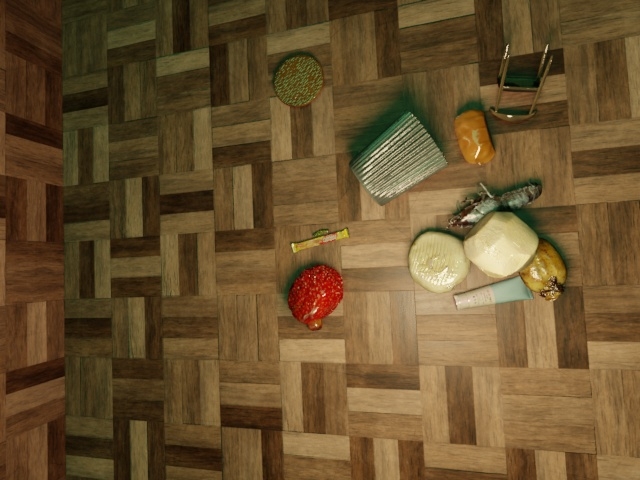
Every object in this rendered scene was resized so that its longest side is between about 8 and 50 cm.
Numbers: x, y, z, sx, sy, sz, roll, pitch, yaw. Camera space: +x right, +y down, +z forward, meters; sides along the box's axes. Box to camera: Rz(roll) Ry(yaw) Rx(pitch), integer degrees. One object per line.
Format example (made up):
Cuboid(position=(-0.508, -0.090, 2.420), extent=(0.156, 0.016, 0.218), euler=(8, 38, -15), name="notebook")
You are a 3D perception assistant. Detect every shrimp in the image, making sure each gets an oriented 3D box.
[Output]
Cuboid(position=(0.710, -0.145, 1.672), extent=(0.411, 0.166, 0.221), euler=(-16, 110, 19), name="shrimp")

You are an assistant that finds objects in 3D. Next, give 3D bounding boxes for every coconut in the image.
Cuboid(position=(0.698, 0.028, 1.547), extent=(0.247, 0.245, 0.245), euler=(43, 99, 2), name="coconut")

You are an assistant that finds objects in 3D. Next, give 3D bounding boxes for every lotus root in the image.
Cuboid(position=(0.880, 0.093, 1.617), extent=(0.170, 0.141, 0.313), euler=(-20, 73, 11), name="lotus root")

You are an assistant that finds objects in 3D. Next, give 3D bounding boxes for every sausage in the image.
Cuboid(position=(0.660, -0.438, 1.713), extent=(0.136, 0.120, 0.241), euler=(-21, 82, 29), name="sausage")

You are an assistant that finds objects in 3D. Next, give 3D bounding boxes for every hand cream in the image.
Cuboid(position=(0.727, 0.227, 1.704), extent=(0.313, 0.070, 0.111), euler=(-13, 82, 7), name="hand cream")

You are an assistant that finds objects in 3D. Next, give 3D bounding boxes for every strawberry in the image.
Cuboid(position=(-0.029, 0.240, 1.812), extent=(0.261, 0.258, 0.260), euler=(-3, 84, 27), name="strawberry")

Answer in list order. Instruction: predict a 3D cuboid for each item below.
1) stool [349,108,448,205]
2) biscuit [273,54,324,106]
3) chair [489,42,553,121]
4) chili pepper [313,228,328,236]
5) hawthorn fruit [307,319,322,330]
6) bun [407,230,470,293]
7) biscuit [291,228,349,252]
Cuboid(position=(0.323, -0.337, 1.722), extent=(0.330, 0.297, 0.297), euler=(-37, 79, 15), name="stool")
Cuboid(position=(-0.105, -0.787, 1.987), extent=(0.262, 0.037, 0.261), euler=(-1, 87, 16), name="biscuit")
Cuboid(position=(0.825, -0.655, 1.664), extent=(0.188, 0.166, 0.272), euler=(10, 133, 15), name="chair")
Cuboid(position=(0.002, -0.038, 1.932), extent=(0.083, 0.022, 0.027), euler=(-18, 81, 10), name="chili pepper")
Cuboid(position=(-0.027, 0.391, 1.898), extent=(0.077, 0.077, 0.077), euler=(-1, 87, 16), name="hawthorn fruit")
Cuboid(position=(0.503, 0.095, 1.714), extent=(0.273, 0.168, 0.272), euler=(-6, 75, 23), name="bun")
Cuboid(position=(0.000, 0.000, 1.927), extent=(0.292, 0.026, 0.048), euler=(-16, 87, 13), name="biscuit")
